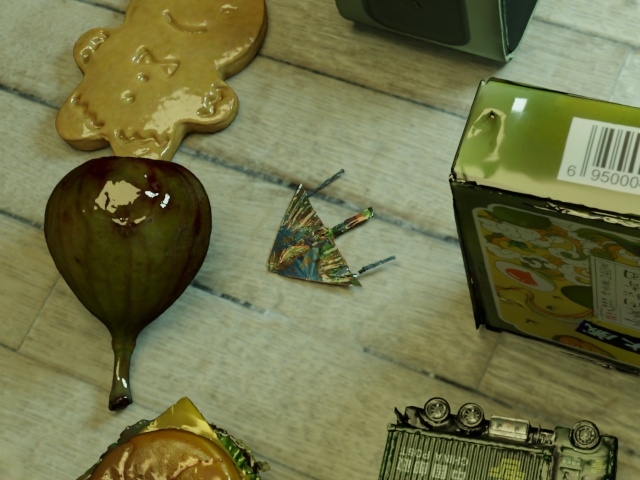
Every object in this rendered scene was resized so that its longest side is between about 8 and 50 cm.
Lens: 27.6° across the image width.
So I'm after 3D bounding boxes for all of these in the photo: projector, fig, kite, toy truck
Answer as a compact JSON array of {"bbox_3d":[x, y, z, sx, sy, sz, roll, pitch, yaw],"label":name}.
[{"bbox_3d":[0.168,-0.407,1.719,0.249,0.248,0.248,18,70,19],"label":"projector"},{"bbox_3d":[-0.254,0.053,1.637,0.217,0.217,0.320,7,89,15],"label":"fig"},{"bbox_3d":[0.000,0.000,1.689,0.160,0.010,0.183,-30,59,0],"label":"kite"},{"bbox_3d":[0.203,0.258,1.481,0.259,0.088,0.121,7,65,16],"label":"toy truck"}]

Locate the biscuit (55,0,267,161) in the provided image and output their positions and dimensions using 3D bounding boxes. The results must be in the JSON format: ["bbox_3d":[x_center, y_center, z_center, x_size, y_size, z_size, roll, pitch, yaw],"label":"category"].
[{"bbox_3d":[-0.216,-0.255,1.835,0.275,0.052,0.355,29,74,22],"label":"biscuit"}]

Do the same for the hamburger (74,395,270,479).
[{"bbox_3d":[-0.172,0.325,1.492,0.262,0.138,0.243,-33,61,-6],"label":"hamburger"}]

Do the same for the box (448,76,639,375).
[{"bbox_3d":[0.345,0.015,1.382,0.373,0.420,0.138,13,69,17],"label":"box"}]
